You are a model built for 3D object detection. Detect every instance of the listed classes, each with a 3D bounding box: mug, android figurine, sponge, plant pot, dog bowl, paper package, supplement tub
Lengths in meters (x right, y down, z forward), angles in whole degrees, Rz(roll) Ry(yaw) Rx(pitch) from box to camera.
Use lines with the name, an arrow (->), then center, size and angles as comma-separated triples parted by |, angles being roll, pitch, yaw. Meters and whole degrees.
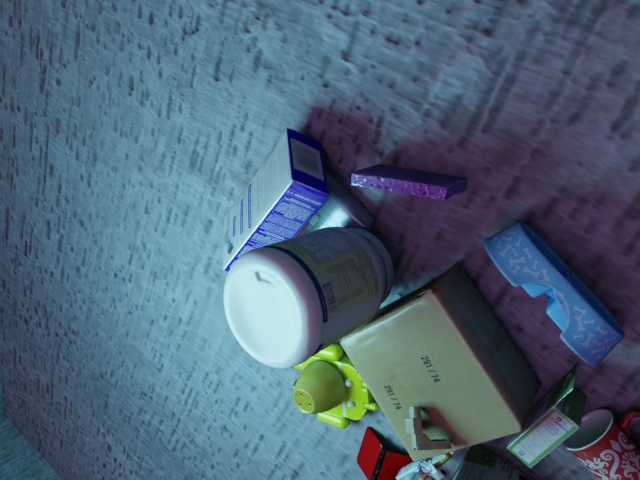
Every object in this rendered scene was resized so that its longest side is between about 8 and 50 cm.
mug -> 0.585, 0.420, 0.977 | 0.169, 0.113, 0.150 | 49, 129, 6
android figurine -> 0.036, 0.390, 1.382 | 0.272, 0.056, 0.249 | 7, 110, 35
sponge -> 0.182, -0.122, 1.056 | 0.210, 0.117, 0.031 | 15, 113, 31
plant pot -> -0.017, 0.393, 1.323 | 0.134, 0.095, 0.134 | 13, 113, 33
dog bowl -> 0.430, 0.088, 0.938 | 0.074, 0.166, 0.297 | -44, 79, 25
paper package -> 0.252, 0.269, 1.117 | 0.309, 0.168, 0.325 | -37, 84, 39
supplement tub -> -0.011, 0.100, 1.065 | 0.235, 0.324, 0.236 | 11, 108, 35

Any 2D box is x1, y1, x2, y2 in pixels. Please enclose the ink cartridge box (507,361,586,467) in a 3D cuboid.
ink cartridge box -> 0.472, 0.352, 1.029 | 0.062, 0.109, 0.209 | 38, 124, 17

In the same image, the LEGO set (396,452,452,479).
LEGO set -> 0.240, 0.528, 1.201 | 0.244, 0.182, 0.060 | -42, 78, 29

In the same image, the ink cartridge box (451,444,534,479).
ink cartridge box -> 0.409, 0.595, 1.094 | 0.278, 0.201, 0.117 | 29, 110, 23

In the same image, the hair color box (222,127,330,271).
hair color box -> -0.118, -0.078, 1.234 | 0.339, 0.110, 0.185 | -46, 37, 36

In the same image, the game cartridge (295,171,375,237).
game cartridge -> 0.000, 0.000, 1.270 | 0.196, 0.060, 0.294 | 44, 126, 9

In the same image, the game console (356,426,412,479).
game console -> 0.172, 0.592, 1.384 | 0.124, 0.085, 0.144 | 11, 117, -2

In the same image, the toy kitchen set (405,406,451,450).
toy kitchen set -> 0.221, 0.390, 1.063 | 0.068, 0.075, 0.083 | 104, 165, -69
